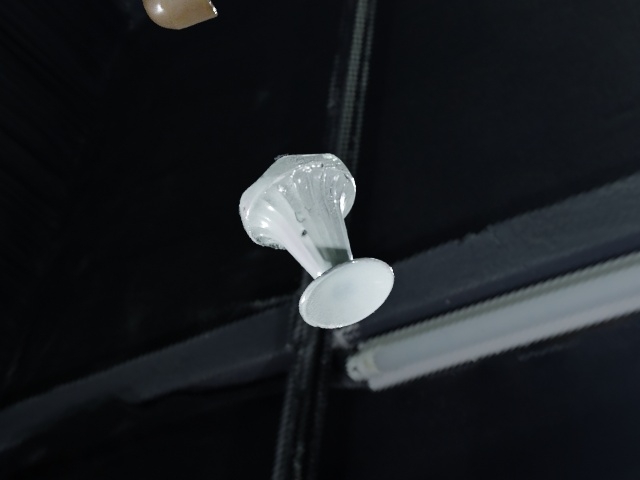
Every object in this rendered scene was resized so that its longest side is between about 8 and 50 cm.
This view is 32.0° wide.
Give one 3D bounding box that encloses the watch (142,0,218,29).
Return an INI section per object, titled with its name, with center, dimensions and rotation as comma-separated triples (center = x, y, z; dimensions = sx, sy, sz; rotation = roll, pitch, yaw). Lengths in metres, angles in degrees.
[watch]
center = -0.110, -0.425, 1.121
dimensions = 0.327, 0.314, 0.335
rotation = -33, -160, -3

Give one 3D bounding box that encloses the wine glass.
[wine glass]
center = 0.000, 0.000, 1.453
dimensions = 0.165, 0.165, 0.196
rotation = -39, -130, 10
